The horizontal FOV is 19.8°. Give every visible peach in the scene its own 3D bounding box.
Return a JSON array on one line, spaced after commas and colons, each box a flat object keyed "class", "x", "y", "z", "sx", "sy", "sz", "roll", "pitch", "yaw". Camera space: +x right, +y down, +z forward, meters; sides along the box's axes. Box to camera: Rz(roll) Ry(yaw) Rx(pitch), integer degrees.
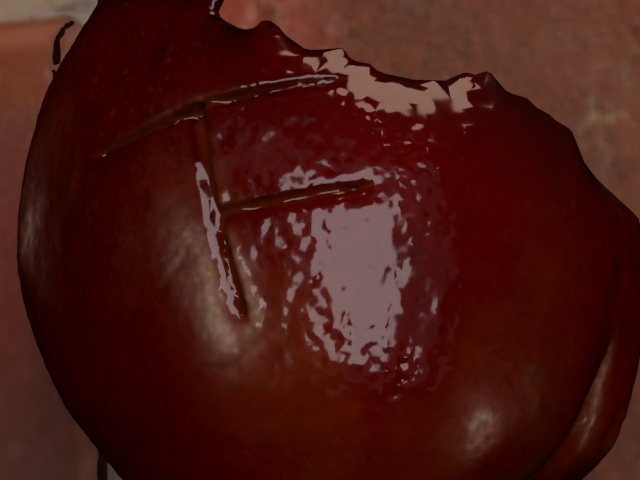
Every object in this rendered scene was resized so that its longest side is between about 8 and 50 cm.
[{"class": "peach", "x": 0.000, "y": 0.000, "z": 0.625, "sx": 0.190, "sy": 0.196, "sz": 0.226, "roll": -10, "pitch": 66, "yaw": -37}]
